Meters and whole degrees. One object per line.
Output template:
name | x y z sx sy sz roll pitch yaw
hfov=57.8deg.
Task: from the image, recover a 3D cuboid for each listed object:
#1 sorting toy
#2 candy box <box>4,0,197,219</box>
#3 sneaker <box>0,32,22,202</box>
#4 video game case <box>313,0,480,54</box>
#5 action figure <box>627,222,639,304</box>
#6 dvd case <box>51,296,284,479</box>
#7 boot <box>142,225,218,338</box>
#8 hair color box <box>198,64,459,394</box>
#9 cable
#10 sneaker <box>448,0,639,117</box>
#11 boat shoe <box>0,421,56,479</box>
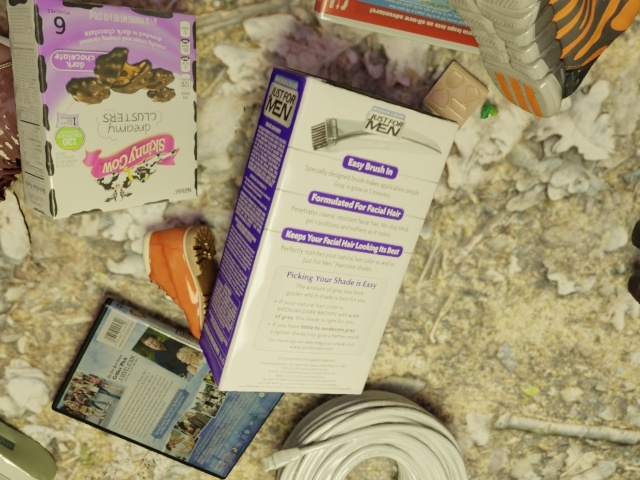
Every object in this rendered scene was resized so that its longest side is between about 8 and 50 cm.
sorting toy | 0.169 -0.162 0.686 0.083 0.012 0.062 36 96 -11
candy box | -0.210 -0.132 0.586 0.165 0.070 0.196 -15 115 -45
sneaker | -0.333 -0.075 0.622 0.163 0.106 0.281 16 104 -13
video game case | 0.124 -0.340 0.559 0.204 0.025 0.285 4 122 -23
action figure | 0.543 0.049 0.742 0.285 0.099 0.185 4 101 -10
dvd case | -0.195 0.200 0.751 0.253 0.022 0.180 28 109 -13
boot | -0.166 0.055 0.707 0.085 0.059 0.157 0 114 16
hair color box | 0.000 0.000 0.648 0.185 0.110 0.338 10 108 -28
cable | 0.065 0.329 0.762 0.257 0.089 0.257 -25 98 -10
sneaker | 0.222 -0.276 0.562 0.180 0.124 0.321 -48 145 3
boat shoe | -0.446 0.259 0.725 0.081 0.079 0.227 -43 109 4
